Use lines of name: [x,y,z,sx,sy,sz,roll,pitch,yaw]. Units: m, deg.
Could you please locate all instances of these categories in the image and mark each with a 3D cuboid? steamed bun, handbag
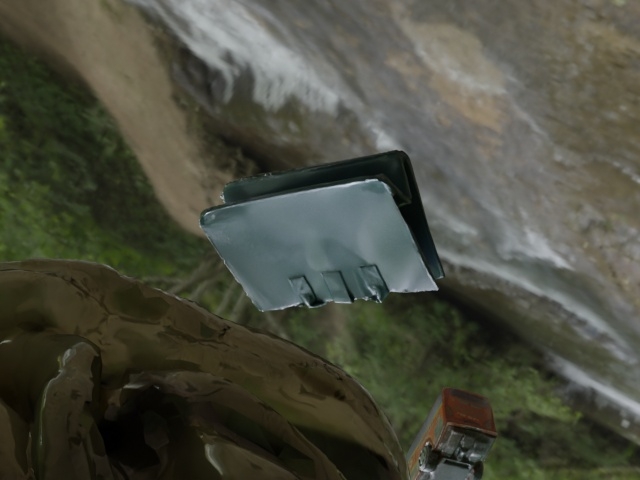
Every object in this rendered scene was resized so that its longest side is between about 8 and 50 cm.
steamed bun: [-0.086,0.171,0.372,0.352,0.339,0.247,14,157,-43]
handbag: [0.000,0.000,0.877,0.221,0.057,0.144,-9,118,31]

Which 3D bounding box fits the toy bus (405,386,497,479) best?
toy bus: [0.120,0.238,0.926,0.065,0.192,0.077,16,-144,-6]
